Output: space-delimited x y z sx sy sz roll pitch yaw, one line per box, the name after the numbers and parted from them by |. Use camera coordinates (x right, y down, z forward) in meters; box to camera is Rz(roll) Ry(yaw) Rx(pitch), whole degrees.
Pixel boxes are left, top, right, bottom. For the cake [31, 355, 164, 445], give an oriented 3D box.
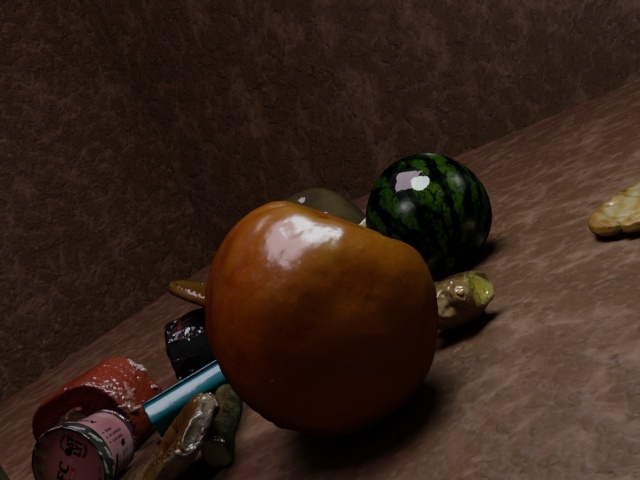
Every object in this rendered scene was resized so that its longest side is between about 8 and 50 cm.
-0.464 0.358 1.531 0.283 0.176 0.151 -25 8 27 | cake

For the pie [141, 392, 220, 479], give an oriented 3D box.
-0.224 0.323 1.163 0.195 0.046 0.195 -53 8 11 | pie

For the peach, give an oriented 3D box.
-0.005 0.117 1.033 0.343 0.343 0.301 -133 64 -82 | peach

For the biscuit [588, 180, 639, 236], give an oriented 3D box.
0.577 -0.070 1.279 0.203 0.041 0.260 -25 7 40 | biscuit

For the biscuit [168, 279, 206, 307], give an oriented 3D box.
-0.204 0.148 1.738 0.318 0.040 0.318 16 -1 0 | biscuit

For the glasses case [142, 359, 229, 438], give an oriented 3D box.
-0.198 0.269 1.436 0.301 0.070 0.117 -28 -25 -16 | glasses case

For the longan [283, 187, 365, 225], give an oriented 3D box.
0.000 0.000 1.972 0.288 0.288 0.350 -30 19 -17 | longan

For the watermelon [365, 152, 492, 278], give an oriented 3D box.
0.227 -0.054 1.542 0.269 0.268 0.269 -27 8 4 | watermelon

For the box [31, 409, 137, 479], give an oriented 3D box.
-0.418 0.388 1.334 0.151 0.151 0.135 -25 -1 19 | box

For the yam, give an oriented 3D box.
-0.169 0.312 1.257 0.061 0.061 0.253 -28 9 2 | yam

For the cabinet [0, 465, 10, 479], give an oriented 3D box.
-0.658 0.473 1.304 0.175 0.215 0.148 -30 8 -13 | cabinet

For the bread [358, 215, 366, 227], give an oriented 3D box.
0.186 -0.027 1.799 0.240 0.178 0.135 -32 10 -18 | bread

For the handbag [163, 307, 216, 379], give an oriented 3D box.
-0.278 0.238 1.714 0.170 0.155 0.215 -18 8 -12 | handbag

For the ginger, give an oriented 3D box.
0.213 0.104 1.267 0.131 0.086 0.294 -38 1 -5 | ginger
